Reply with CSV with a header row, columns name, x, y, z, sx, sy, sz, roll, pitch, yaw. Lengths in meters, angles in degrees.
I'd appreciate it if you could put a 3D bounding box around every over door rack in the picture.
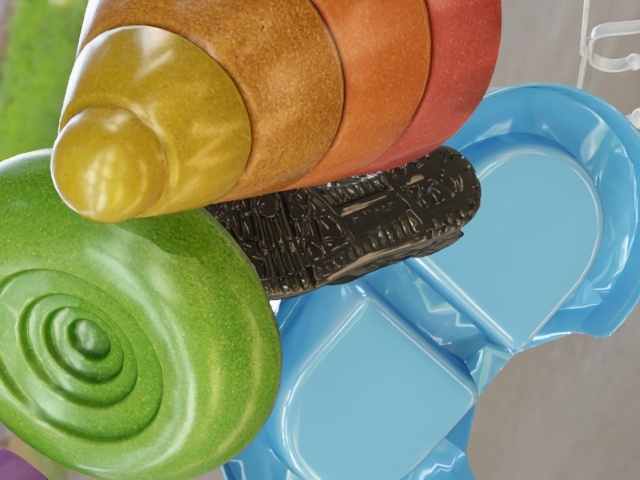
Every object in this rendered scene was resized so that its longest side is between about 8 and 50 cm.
name,x,y,z,sx,sy,sz,roll,pitch,yaw
over door rack,0.264,-0.140,1.593,0.324,0.108,0.239,50,-130,-63

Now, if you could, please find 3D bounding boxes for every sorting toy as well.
name,x,y,z,sx,sy,sz,roll,pitch,yaw
sorting toy,-0.082,0.037,0.493,0.365,0.127,0.126,-56,-3,39

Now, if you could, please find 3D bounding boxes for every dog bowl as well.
name,x,y,z,sx,sy,sz,roll,pitch,yaw
dog bowl,0.058,0.037,0.919,0.297,0.166,0.074,-48,25,1

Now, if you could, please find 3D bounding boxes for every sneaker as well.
name,x,y,z,sx,sy,sz,roll,pitch,yaw
sneaker,-0.001,-0.003,0.671,0.089,0.170,0.051,-26,79,58
